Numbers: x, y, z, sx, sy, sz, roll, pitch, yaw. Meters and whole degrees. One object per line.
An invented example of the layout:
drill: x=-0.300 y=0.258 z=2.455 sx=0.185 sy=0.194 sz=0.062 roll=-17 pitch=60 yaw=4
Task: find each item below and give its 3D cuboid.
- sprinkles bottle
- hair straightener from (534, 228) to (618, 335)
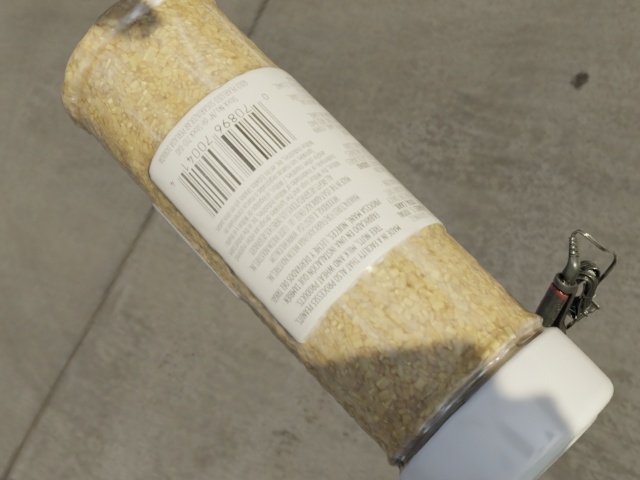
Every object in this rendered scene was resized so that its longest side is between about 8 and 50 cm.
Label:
sprinkles bottle: x=0.000 y=0.000 z=0.569 sx=0.121 sy=0.121 sz=0.355 roll=-45 pitch=74 yaw=3
hair straightener: x=0.248 y=0.065 z=1.004 sx=0.089 sy=0.230 sz=0.047 roll=-26 pitch=55 yaw=-26
